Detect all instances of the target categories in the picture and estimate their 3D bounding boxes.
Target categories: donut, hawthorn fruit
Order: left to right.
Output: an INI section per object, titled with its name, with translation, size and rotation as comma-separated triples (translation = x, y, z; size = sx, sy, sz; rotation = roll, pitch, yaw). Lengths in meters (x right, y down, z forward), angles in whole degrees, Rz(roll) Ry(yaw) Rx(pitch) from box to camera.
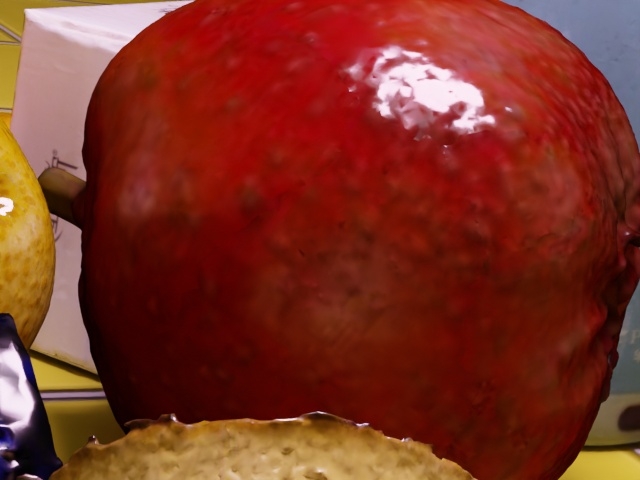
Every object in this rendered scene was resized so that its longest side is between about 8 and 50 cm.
[donut]
translation = -0.029, 0.122, 0.534
size = 0.146, 0.181, 0.078
rotation = 7, 56, -5
[hawthorn fruit]
translation = 0.000, 0.000, 0.795
size = 0.307, 0.265, 0.265
rotation = 16, 16, 15

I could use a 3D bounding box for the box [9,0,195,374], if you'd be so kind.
[box]
translation = -0.075, -0.042, 1.019
size = 0.111, 0.194, 0.260
rotation = 17, 16, 23

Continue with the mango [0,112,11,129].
[mango]
translation = -0.220, -0.038, 1.132
size = 0.098, 0.075, 0.190
rotation = 41, 27, 1

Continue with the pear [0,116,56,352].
[pear]
translation = -0.217, 0.003, 0.736
size = 0.209, 0.209, 0.209
rotation = 9, 15, -3

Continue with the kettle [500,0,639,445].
[kettle]
translation = 0.167, -0.080, 1.033
size = 0.319, 0.342, 0.247
rotation = 0, 17, -36

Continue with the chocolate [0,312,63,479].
[chocolate]
translation = -0.269, 0.093, 0.577
size = 0.343, 0.126, 0.148
rotation = -1, 26, -17
